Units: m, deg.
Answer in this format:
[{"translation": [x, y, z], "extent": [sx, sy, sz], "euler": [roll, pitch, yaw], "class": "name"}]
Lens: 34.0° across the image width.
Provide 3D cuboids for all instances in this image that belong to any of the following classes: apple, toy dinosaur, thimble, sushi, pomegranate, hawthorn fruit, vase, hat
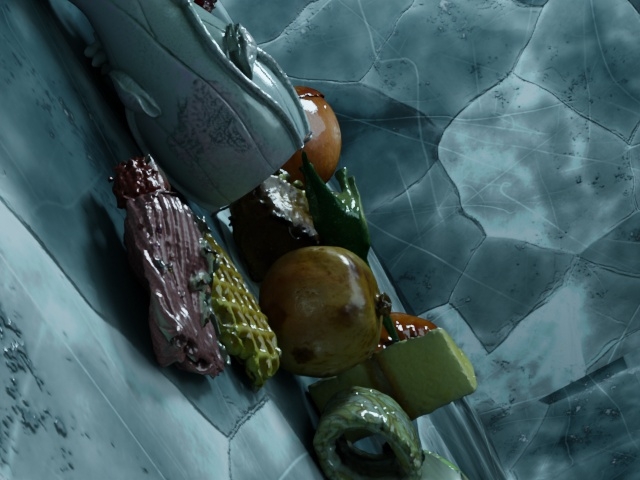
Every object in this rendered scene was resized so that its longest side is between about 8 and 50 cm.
[{"translation": [-0.078, -0.186, 2.089], "extent": [0.272, 0.252, 0.206], "euler": [140, -69, -80], "class": "apple"}, {"translation": [0.049, 0.029, 1.749], "extent": [0.447, 0.087, 0.300], "euler": [40, 35, -66], "class": "toy dinosaur"}, {"translation": [0.082, 0.322, 1.634], "extent": [0.190, 0.137, 0.143], "euler": [37, 9, -3], "class": "thimble"}, {"translation": [-0.060, -0.007, 1.878], "extent": [0.296, 0.167, 0.179], "euler": [35, 12, -24], "class": "sushi"}, {"translation": [0.008, 0.114, 1.671], "extent": [0.215, 0.215, 0.215], "euler": [59, 8, -14], "class": "pomegranate"}, {"translation": [0.157, 0.264, 2.175], "extent": [0.224, 0.224, 0.261], "euler": [62, -12, 8], "class": "hawthorn fruit"}, {"translation": [-0.220, -0.270, 1.566], "extent": [0.445, 0.250, 0.250], "euler": [52, 10, -17], "class": "vase"}, {"translation": [-0.176, 0.022, 1.253], "extent": [0.236, 0.107, 0.286], "euler": [68, 0, -72], "class": "hat"}]

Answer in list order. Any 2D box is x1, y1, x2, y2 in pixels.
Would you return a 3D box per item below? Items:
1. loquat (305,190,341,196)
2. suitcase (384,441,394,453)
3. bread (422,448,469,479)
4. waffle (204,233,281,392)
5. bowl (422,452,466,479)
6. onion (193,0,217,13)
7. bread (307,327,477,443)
[{"translation": [0.000, 0.000, 2.061], "extent": [0.176, 0.187, 0.234], "euler": [-111, -156, -60], "class": "loquat"}, {"translation": [0.182, 0.455, 2.121], "extent": [0.126, 0.059, 0.086], "euler": [58, 2, -15], "class": "suitcase"}, {"translation": [0.252, 0.510, 1.963], "extent": [0.301, 0.045, 0.301], "euler": [44, -25, 27], "class": "bread"}, {"translation": [-0.136, 0.083, 1.502], "extent": [0.254, 0.052, 0.245], "euler": [56, 8, -25], "class": "waffle"}, {"translation": [0.193, 0.474, 1.756], "extent": [0.277, 0.145, 0.277], "euler": [-24, 90, -83], "class": "bowl"}, {"translation": [-0.255, -0.360, 1.783], "extent": [0.159, 0.195, 0.159], "euler": [56, -3, 5], "class": "onion"}, {"translation": [0.125, 0.251, 1.773], "extent": [0.178, 0.266, 0.142], "euler": [51, 16, -41], "class": "bread"}]
